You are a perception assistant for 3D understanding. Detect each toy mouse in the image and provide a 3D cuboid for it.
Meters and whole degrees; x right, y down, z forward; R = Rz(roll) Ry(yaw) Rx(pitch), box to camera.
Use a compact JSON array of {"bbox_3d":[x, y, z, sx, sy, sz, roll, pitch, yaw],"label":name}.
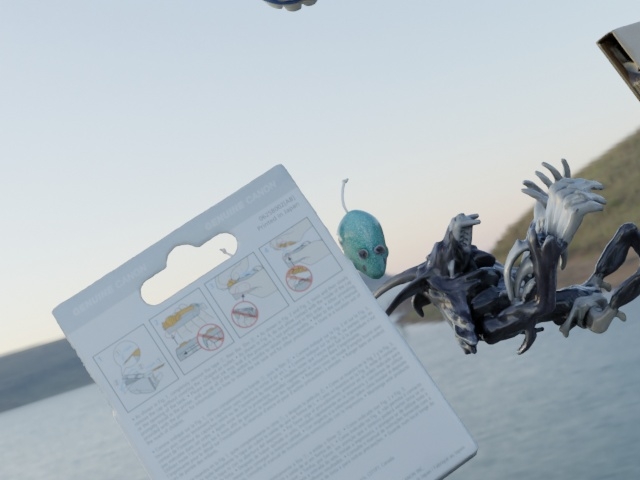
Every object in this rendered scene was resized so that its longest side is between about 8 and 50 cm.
[{"bbox_3d":[0.000,0.000,0.832,0.161,0.143,0.031,17,-24,14],"label":"toy mouse"}]

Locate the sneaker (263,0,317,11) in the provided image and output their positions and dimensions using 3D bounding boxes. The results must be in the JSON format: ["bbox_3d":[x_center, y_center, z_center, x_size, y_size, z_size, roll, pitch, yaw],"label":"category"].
[{"bbox_3d":[0.024,-0.386,1.001,0.330,0.129,0.147,-54,-13,12],"label":"sneaker"}]

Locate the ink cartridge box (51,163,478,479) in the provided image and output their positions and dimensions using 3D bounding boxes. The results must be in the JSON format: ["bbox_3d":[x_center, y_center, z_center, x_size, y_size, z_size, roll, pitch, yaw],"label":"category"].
[{"bbox_3d":[-0.036,0.096,0.658,0.189,0.232,0.066,-33,-12,-8],"label":"ink cartridge box"}]

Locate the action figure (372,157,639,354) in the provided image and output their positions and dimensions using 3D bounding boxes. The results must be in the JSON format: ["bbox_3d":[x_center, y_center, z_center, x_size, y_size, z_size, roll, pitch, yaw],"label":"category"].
[{"bbox_3d":[0.178,0.011,0.734,0.275,0.141,0.164,1,16,-2],"label":"action figure"}]

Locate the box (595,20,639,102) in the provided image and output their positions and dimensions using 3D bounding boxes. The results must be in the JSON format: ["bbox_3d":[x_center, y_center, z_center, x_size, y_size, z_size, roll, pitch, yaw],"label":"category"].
[{"bbox_3d":[0.341,-0.130,0.851,0.201,0.164,0.021,-23,-15,-40],"label":"box"}]
